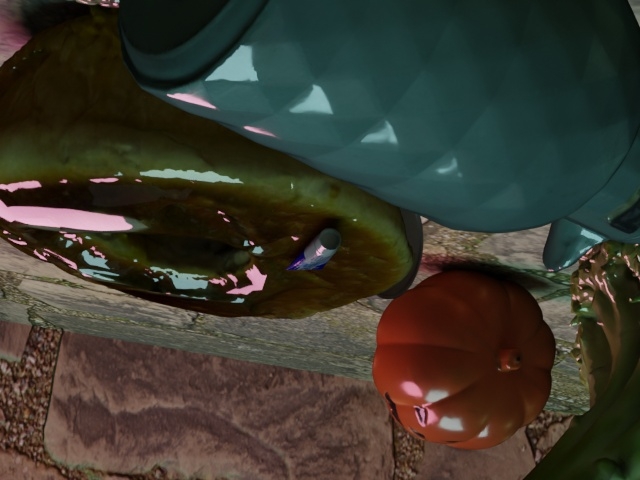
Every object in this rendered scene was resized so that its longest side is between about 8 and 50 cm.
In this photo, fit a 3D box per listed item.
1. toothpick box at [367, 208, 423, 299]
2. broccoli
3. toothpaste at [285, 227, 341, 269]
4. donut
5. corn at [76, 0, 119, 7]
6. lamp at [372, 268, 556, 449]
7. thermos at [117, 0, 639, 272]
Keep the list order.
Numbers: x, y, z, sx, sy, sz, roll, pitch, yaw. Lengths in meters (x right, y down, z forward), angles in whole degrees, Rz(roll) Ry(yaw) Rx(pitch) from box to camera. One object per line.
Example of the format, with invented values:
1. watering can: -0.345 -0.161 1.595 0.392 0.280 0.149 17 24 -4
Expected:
1. toothpick box: 0.000 0.000 1.472 0.149 0.098 0.098 1 167 38
2. broccoli: 0.234 0.143 1.296 0.353 0.397 0.275 14 -165 -46
3. toothpaste: -0.003 0.009 1.094 0.024 0.015 0.083 -1 166 -11
4. donut: -0.090 -0.052 1.175 0.330 0.159 0.330 2 161 1
5. corn: -0.180 -0.160 0.821 0.237 0.079 0.079 9 170 8
6. lamp: 0.151 0.121 1.764 0.188 0.187 0.164 15 168 -27
7. thermos: 0.069 -0.092 0.765 0.287 0.182 0.145 22 -153 -33
